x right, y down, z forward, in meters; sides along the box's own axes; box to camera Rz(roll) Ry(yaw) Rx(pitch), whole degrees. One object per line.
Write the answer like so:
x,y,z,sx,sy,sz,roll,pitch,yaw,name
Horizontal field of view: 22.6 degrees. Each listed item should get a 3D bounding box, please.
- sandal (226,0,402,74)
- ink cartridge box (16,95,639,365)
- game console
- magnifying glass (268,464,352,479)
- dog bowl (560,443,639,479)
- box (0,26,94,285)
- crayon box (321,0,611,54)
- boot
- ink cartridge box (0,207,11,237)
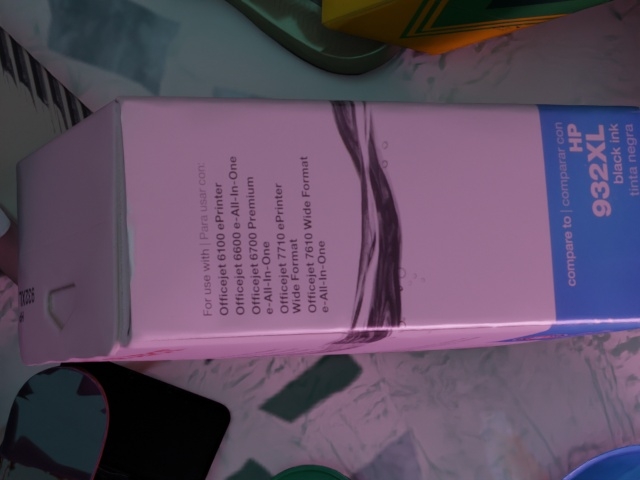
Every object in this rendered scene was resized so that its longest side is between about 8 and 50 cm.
-0.068,-0.219,1.058,0.302,0.086,0.120,29,93,3,sandal
0.000,0.000,0.916,0.307,0.223,0.129,-1,84,-24,ink cartridge box
-0.136,0.151,1.077,0.122,0.071,0.107,20,118,6,game console
0.030,0.221,0.989,0.092,0.026,0.231,-48,45,-4,magnifying glass
0.153,0.251,1.017,0.297,0.074,0.166,-37,84,0,dog bowl
-0.246,-0.093,1.044,0.275,0.113,0.094,42,67,5,box
0.132,-0.319,0.935,0.106,0.313,0.363,8,80,-33,crayon box
-0.183,0.179,0.991,0.082,0.106,0.219,24,90,-3,boot
-0.362,-0.052,0.930,0.198,0.197,0.270,-45,116,-23,ink cartridge box
